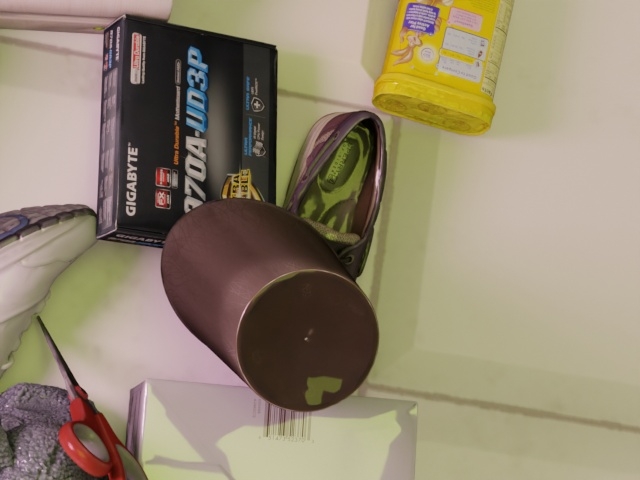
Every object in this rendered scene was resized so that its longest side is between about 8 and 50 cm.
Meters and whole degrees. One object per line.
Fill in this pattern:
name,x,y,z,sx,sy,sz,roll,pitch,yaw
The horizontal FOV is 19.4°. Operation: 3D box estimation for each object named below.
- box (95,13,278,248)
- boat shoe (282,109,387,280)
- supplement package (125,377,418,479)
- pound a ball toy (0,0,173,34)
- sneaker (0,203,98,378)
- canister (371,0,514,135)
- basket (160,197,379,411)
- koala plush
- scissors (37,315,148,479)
box,-0.129,-0.098,1.837,0.175,0.051,0.220,9,74,-29
boat shoe,0.000,0.000,1.858,0.102,0.092,0.285,21,77,-10
supplement package,-0.055,0.245,1.777,0.261,0.145,0.204,6,80,-12
pound a ball toy,-0.305,-0.321,1.825,0.319,0.136,0.208,3,80,-13
sneaker,-0.328,0.069,1.784,0.297,0.111,0.129,-36,111,-16
canister,0.132,-0.208,1.935,0.126,0.073,0.170,16,76,-10
basket,-0.034,0.065,1.696,0.204,0.227,0.154,36,92,-18
koala plush,-0.264,0.217,1.696,0.196,0.221,0.203,36,75,-4
scissors,-0.212,0.159,1.718,0.021,0.297,0.109,-47,115,5
